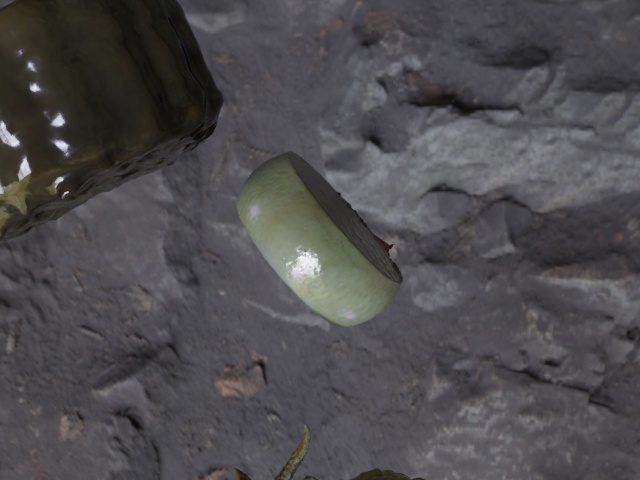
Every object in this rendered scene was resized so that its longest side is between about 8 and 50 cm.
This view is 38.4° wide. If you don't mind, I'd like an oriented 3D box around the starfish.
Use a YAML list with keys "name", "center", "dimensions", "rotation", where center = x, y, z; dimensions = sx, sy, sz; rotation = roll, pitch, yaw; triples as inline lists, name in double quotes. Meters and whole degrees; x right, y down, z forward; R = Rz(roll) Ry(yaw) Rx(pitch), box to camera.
- name: "starfish"
  center: [-0.066, 0.277, 0.898]
  dimensions: [0.216, 0.050, 0.223]
  rotation: [-57, 22, -9]

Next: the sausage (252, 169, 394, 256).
- name: "sausage"
  center: [-0.005, -0.036, 1.513]
  dimensions: [0.264, 0.083, 0.083]
  rotation: [36, 64, -3]

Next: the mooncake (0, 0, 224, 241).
- name: "mooncake"
  center: [-0.180, -0.081, 0.638]
  dimensions: [0.228, 0.228, 0.124]
  rotation: [-32, 97, -13]

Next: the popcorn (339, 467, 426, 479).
- name: "popcorn"
  center: [0.111, 0.495, 1.424]
  dimensions: [0.275, 0.335, 0.279]
  rotation: [-5, 48, -6]

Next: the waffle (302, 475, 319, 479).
- name: "waffle"
  center: [0.003, 0.422, 1.184]
  dimensions: [0.054, 0.204, 0.223]
  rotation: [-15, 57, -10]

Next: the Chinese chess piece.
- name: "Chinese chess piece"
  center: [0.000, 0.000, 1.108]
  dimensions: [0.092, 0.238, 0.237]
  rotation: [-42, 56, 11]
